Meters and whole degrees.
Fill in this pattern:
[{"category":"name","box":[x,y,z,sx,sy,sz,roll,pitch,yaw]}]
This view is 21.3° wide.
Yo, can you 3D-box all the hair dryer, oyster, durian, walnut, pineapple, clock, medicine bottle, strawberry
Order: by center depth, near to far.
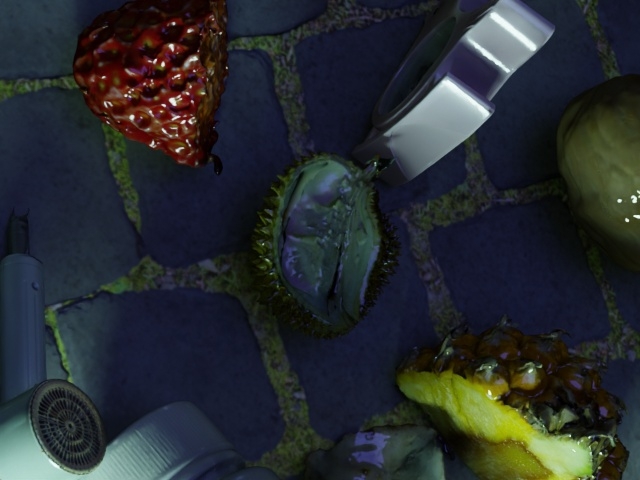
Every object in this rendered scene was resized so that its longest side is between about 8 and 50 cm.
[{"category":"medicine bottle","box":[-0.095,0.347,1.795,0.208,0.208,0.340,-32,69,-29]},{"category":"hair dryer","box":[-0.329,0.118,1.843,0.107,0.173,0.357,30,43,-43]},{"category":"oyster","box":[0.050,0.385,1.951,0.204,0.111,0.396,5,58,-10]},{"category":"strawberry","box":[-0.193,-0.197,1.976,0.178,0.234,0.234,7,73,4]},{"category":"durian","box":[0.000,0.000,2.021,0.193,0.138,0.237,40,66,-10]},{"category":"pineapple","box":[0.303,0.198,2.043,0.344,0.286,0.209,48,62,-10]},{"category":"clock","box":[0.179,-0.228,2.087,0.080,0.290,0.275,36,57,-14]},{"category":"walnut","box":[0.454,-0.087,2.205,0.296,0.285,0.285,-9,81,-50]}]
